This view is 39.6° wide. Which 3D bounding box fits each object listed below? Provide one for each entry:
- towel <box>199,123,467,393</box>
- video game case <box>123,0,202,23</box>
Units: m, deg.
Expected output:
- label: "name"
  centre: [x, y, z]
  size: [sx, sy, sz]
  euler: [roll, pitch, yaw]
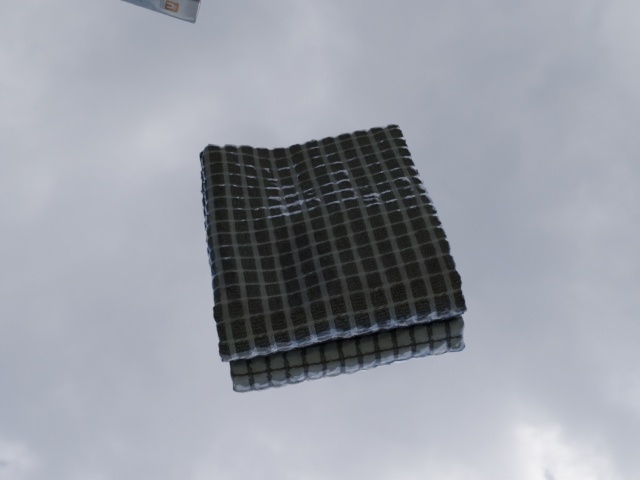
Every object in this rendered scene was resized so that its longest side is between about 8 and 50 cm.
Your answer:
- label: "towel"
  centre: [0.000, 0.000, 0.889]
  size: [0.235, 0.121, 0.283]
  euler: [-13, -135, -2]
- label: "video game case"
  centre: [-0.185, -0.302, 0.752]
  size: [0.210, 0.232, 0.041]
  euler: [16, -121, -10]
